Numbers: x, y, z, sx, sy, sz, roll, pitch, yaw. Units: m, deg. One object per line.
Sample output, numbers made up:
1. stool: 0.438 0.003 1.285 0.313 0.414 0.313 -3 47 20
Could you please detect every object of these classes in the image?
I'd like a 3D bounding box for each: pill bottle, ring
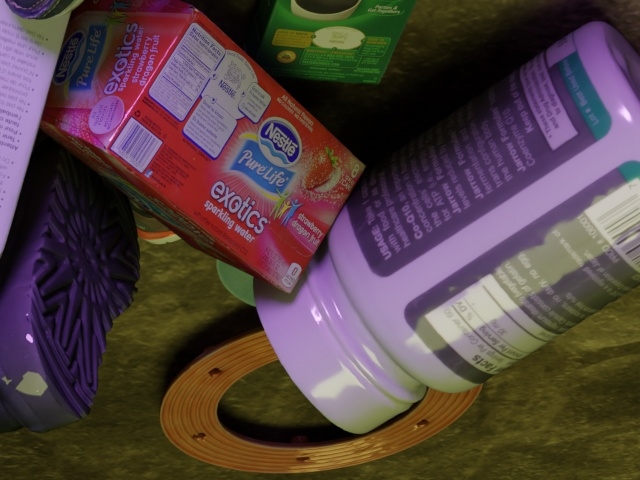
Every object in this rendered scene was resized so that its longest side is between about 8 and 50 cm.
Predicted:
1. pill bottle: 0.135 -0.003 1.572 0.361 0.204 0.204 -33 140 18
2. ring: 0.001 0.152 1.951 0.337 0.032 0.336 -7 148 -5

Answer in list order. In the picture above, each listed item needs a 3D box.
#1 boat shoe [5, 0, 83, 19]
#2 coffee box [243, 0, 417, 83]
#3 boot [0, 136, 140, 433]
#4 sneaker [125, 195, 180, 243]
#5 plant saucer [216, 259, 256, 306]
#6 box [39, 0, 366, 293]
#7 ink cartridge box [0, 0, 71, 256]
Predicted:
1. boat shoe: -0.169 -0.229 1.192 0.095 0.079 0.254 36 137 6
2. coffee box: 0.017 -0.193 1.454 0.113 0.040 0.184 2 145 -16
3. boot: -0.385 0.073 1.503 0.445 0.367 0.146 -17 111 12
4. sneaker: -0.096 -0.043 1.634 0.158 0.061 0.065 -18 138 12
5. plant saucer: 0.000 0.000 1.734 0.195 0.037 0.195 -7 146 -5
6. box: -0.096 -0.079 1.481 0.128 0.123 0.257 -59 139 -7
7. ink cartridge box: -0.336 -0.122 1.252 0.324 0.330 0.071 19 173 -35
